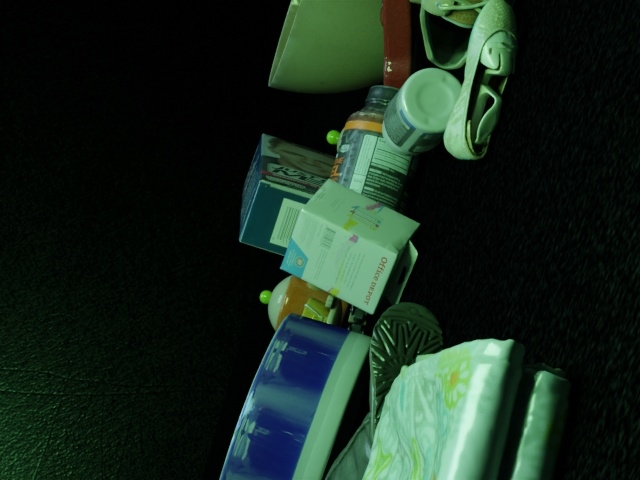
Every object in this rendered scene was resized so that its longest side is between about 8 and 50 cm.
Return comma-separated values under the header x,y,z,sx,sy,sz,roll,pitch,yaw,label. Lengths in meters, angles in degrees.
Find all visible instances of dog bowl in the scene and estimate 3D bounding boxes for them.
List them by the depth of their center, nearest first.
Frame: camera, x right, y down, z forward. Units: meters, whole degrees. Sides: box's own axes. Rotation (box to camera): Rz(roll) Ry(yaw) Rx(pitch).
x,y,z,sx,sy,sz,roll,pitch,yaw,label
-0.028,0.219,1.752,0.265,0.104,0.265,19,-90,-83,dog bowl

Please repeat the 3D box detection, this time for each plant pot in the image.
x,y,z,sx,sy,sz,roll,pitch,yaw,label
0.051,-0.347,2.428,0.284,0.191,0.284,-163,90,-84,plant pot

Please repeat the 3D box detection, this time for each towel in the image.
x,y,z,sx,sy,sz,roll,pitch,yaw,label
0.066,0.259,1.162,0.320,0.090,0.374,136,151,-78,towel

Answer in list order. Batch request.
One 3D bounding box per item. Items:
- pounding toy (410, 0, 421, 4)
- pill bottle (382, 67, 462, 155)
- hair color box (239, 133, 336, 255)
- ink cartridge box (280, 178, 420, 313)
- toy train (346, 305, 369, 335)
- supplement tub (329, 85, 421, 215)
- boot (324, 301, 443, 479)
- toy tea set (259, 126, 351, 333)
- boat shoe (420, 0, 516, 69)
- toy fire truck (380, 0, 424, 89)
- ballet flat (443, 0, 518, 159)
x,y,z,sx,sy,sz,roll,pitch,yaw,label
0.175,-0.366,1.846,0.181,0.094,0.206,175,112,-84,pounding toy
0.118,-0.146,1.834,0.137,0.078,0.078,133,153,-75,pill bottle
-0.029,-0.064,2.441,0.347,0.174,0.105,-98,27,-75,hair color box
0.043,0.011,1.838,0.090,0.143,0.092,-51,-15,-55,ink cartridge box
0.052,0.086,2.018,0.036,0.027,0.158,98,-176,-54,toy train
0.070,-0.093,1.985,0.106,0.106,0.198,137,150,-77,supplement tub
0.058,0.187,1.564,0.208,0.076,0.189,104,-179,-54,boot
0.000,0.000,2.116,0.200,0.124,0.336,58,-131,-82,toy tea set
0.167,-0.275,1.665,0.302,0.113,0.103,92,-168,-73,boat shoe
0.114,-0.356,2.162,0.302,0.169,0.254,-81,-9,-56,toy fire truck
0.173,-0.160,1.585,0.052,0.057,0.168,30,109,55,ballet flat
